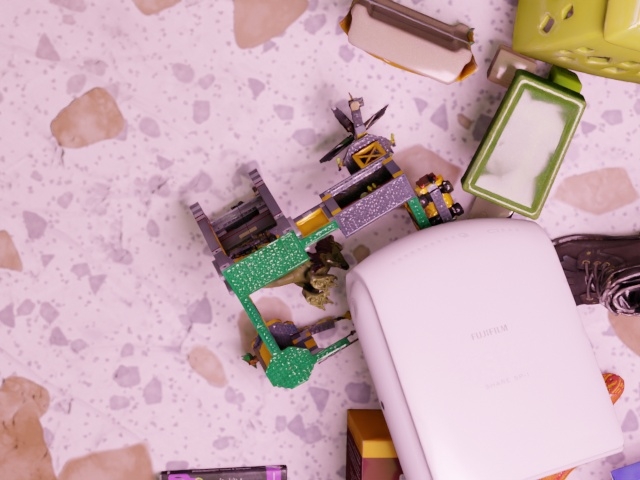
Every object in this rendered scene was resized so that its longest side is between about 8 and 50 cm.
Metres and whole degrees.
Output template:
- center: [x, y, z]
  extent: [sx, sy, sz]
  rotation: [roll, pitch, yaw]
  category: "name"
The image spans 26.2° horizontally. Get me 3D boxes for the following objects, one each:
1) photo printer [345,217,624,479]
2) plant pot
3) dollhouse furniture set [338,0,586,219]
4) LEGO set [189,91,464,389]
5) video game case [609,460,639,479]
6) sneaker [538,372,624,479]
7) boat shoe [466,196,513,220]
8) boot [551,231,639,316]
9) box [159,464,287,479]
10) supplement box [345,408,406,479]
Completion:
- center: [0.178, 0.128, 1.550]
  extent: [0.256, 0.107, 0.308]
  rotation: [-14, 77, -18]
  category: "photo printer"
- center: [0.385, -0.307, 1.600]
  extent: [0.227, 0.207, 0.228]
  rotation: [9, 92, -24]
  category: "plant pot"
- center: [0.148, -0.173, 1.650]
  extent: [0.301, 0.197, 0.151]
  rotation: [23, 109, -2]
  category: "dollhouse furniture set"
- center: [0.000, 0.000, 1.680]
  extent: [0.331, 0.192, 0.255]
  rotation: [-37, 125, 3]
  category: "LEGO set"
- center: [0.509, 0.347, 1.712]
  extent: [0.269, 0.061, 0.244]
  rotation: [-18, 124, -2]
  category: "video game case"
- center: [0.329, 0.243, 1.753]
  extent: [0.067, 0.064, 0.175]
  rotation: [35, 97, -25]
  category: "sneaker"
- center: [0.212, -0.026, 1.729]
  extent: [0.049, 0.042, 0.133]
  rotation: [33, 91, 20]
  category: "boat shoe"
- center: [0.345, 0.046, 1.633]
  extent: [0.263, 0.229, 0.091]
  rotation: [-13, 97, 13]
  category: "boot"
- center: [-0.121, 0.346, 1.744]
  extent: [0.162, 0.029, 0.116]
  rotation: [-2, 94, -4]
  category: "box"
- center: [0.101, 0.318, 1.672]
  extent: [0.129, 0.191, 0.194]
  rotation: [1, 94, -4]
  category: "supplement box"
